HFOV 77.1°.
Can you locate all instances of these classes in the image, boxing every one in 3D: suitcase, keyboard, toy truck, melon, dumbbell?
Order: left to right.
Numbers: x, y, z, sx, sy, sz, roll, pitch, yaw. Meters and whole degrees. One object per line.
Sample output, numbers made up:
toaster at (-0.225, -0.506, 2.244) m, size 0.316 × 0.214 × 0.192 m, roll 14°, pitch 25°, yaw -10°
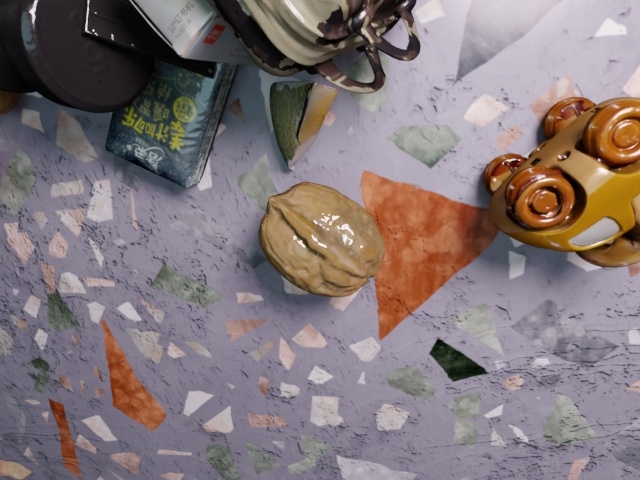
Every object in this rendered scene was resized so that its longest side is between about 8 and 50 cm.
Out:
dumbbell at (-0.454, -0.331, 0.649) m, size 0.322 × 0.204 × 0.203 m, roll 18°, pitch 114°, yaw 25°
keyboard at (-0.249, -0.308, 0.613) m, size 0.010 × 0.198 × 0.063 m, roll 19°, pitch 101°, yaw 45°
melon at (-0.046, -0.232, 0.732) m, size 0.139 × 0.093 × 0.202 m, roll 51°, pitch 144°, yaw 18°
suitcase at (-0.005, -0.353, 0.528) m, size 0.194 × 0.351 × 0.339 m, roll -26°, pitch 106°, yaw 43°
toy truck at (0.414, -0.095, 0.620) m, size 0.212 × 0.204 × 0.288 m, roll 41°, pitch 110°, yaw -8°

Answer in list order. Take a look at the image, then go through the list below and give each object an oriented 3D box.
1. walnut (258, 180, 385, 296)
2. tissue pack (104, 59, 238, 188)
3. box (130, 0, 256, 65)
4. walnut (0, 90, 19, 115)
walnut at (0.000, 0.000, 0.741) m, size 0.245 × 0.198 × 0.198 m, roll 39°, pitch 112°, yaw -9°
tissue pack at (-0.285, -0.252, 0.757) m, size 0.185 × 0.081 × 0.257 m, roll 26°, pitch 112°, yaw 1°
box at (-0.162, -0.341, 0.601) m, size 0.079 × 0.269 × 0.135 m, roll -39°, pitch 97°, yaw 24°
walnut at (-0.662, -0.311, 0.797) m, size 0.105 × 0.105 × 0.124 m, roll -2°, pitch 110°, yaw 11°
